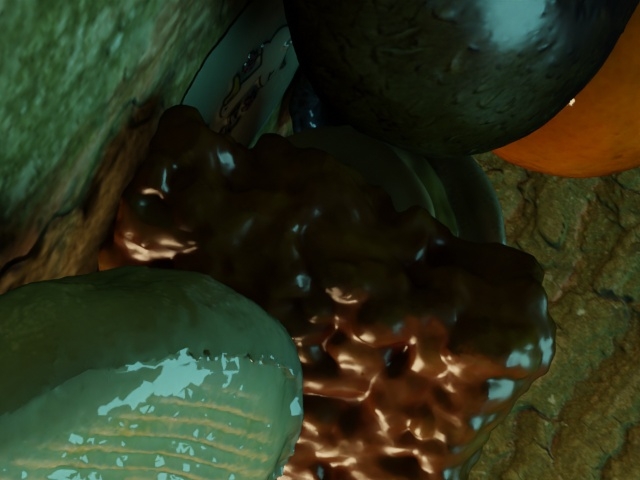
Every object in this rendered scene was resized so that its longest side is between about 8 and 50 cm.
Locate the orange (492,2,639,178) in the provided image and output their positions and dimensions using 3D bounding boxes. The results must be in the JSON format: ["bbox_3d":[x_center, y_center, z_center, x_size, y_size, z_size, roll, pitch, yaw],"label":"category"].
[{"bbox_3d":[0.273,-0.269,1.139,0.424,0.326,0.424,-52,-171,12],"label":"orange"}]

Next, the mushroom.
[{"bbox_3d":[0.107,-0.218,0.791,0.239,0.345,0.345,-2,-139,45],"label":"mushroom"}]

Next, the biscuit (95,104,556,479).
[{"bbox_3d":[-0.025,0.089,0.840,0.318,0.312,0.110,-61,-178,35],"label":"biscuit"}]

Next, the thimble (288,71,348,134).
[{"bbox_3d":[0.050,-0.122,1.078,0.097,0.150,0.150,-53,170,-33],"label":"thimble"}]

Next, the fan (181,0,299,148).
[{"bbox_3d":[-0.015,-0.177,0.953,0.414,0.012,0.233,-55,172,-16],"label":"fan"}]

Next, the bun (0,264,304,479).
[{"bbox_3d":[-0.148,0.110,0.688,0.287,0.146,0.287,-27,149,-18],"label":"bun"}]

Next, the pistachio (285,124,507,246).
[{"bbox_3d":[0.008,0.031,0.985,0.229,0.238,0.321,-20,170,-47],"label":"pistachio"}]
